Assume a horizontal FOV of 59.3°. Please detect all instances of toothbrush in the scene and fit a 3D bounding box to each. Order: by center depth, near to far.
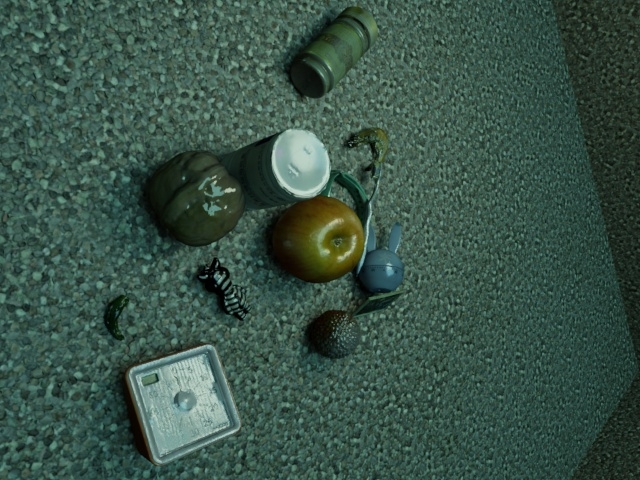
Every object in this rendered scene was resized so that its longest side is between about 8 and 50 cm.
[{"bbox_3d":[0.163,-0.078,1.933,0.042,0.035,0.413,15,80,-23],"label":"toothbrush"}]

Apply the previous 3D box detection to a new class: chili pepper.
[{"bbox_3d":[-0.522,0.196,1.436,0.055,0.035,0.117,7,80,-22],"label":"chili pepper"}]

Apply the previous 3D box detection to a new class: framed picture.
[{"bbox_3d":[0.198,0.225,1.969,0.183,0.142,0.011,-7,59,-39],"label":"framed picture"}]

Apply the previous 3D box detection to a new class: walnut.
[{"bbox_3d":[-0.326,-0.108,1.478,0.248,0.248,0.248,1,89,-39],"label":"walnut"}]

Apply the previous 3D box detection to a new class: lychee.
[{"bbox_3d":[0.051,0.305,1.834,0.165,0.197,0.165,0,85,1],"label":"lychee"}]

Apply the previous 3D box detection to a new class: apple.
[{"bbox_3d":[0.000,0.000,1.724,0.286,0.233,0.286,-3,96,-27],"label":"apple"}]

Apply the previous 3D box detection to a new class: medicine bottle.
[{"bbox_3d":[-0.142,-0.187,1.569,0.190,0.332,0.189,3,84,-35],"label":"medicine bottle"},{"bbox_3d":[0.045,-0.613,1.838,0.151,0.151,0.322,52,59,-26],"label":"medicine bottle"}]

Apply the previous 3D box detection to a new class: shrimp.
[{"bbox_3d":[0.174,-0.325,2.009,0.217,0.051,0.150,-20,109,-42],"label":"shrimp"}]

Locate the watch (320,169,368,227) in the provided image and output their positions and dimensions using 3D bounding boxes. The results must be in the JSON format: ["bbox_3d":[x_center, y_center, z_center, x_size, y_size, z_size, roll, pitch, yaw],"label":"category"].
[{"bbox_3d":[0.076,-0.125,1.911,0.195,0.068,0.237,-44,117,-32],"label":"watch"}]

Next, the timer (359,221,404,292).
[{"bbox_3d":[0.213,0.071,1.990,0.175,0.175,0.255,38,37,-32],"label":"timer"}]

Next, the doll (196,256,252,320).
[{"bbox_3d":[-0.274,0.143,1.621,0.091,0.067,0.219,-53,125,-31],"label":"doll"}]

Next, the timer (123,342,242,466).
[{"bbox_3d":[-0.372,0.419,1.480,0.257,0.161,0.250,-12,89,-39],"label":"timer"}]
